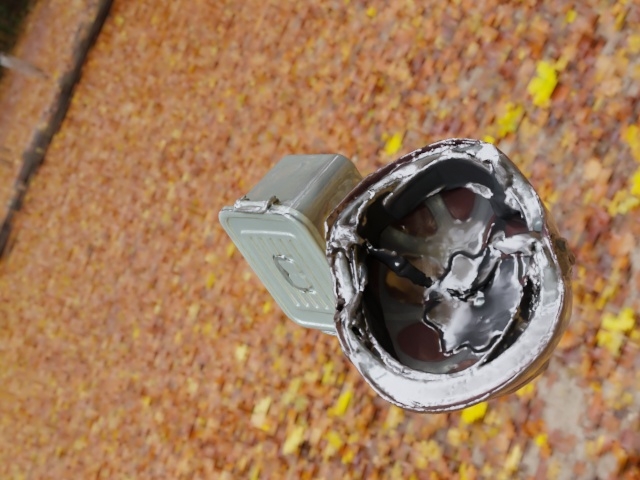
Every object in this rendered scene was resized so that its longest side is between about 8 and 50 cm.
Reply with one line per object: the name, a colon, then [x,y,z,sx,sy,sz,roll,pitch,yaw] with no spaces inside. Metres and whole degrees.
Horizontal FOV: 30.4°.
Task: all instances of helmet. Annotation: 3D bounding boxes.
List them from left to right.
helmet: [0.058,0.022,0.479,0.098,0.070,0.123,-26,56,17]

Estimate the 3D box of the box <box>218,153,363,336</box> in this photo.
box: [0.000,0.000,0.792,0.084,0.122,0.069,5,47,46]
